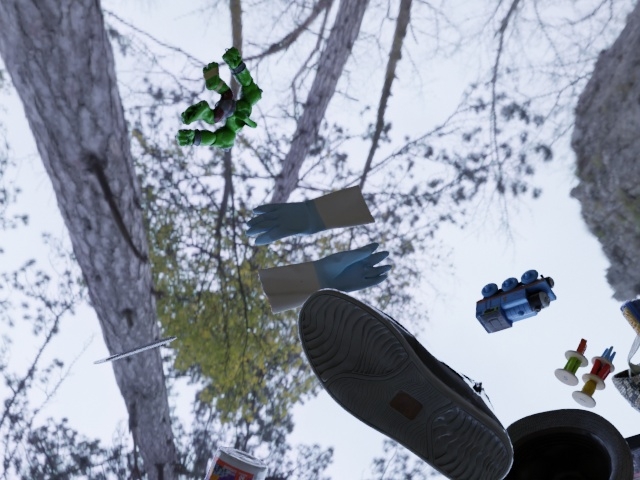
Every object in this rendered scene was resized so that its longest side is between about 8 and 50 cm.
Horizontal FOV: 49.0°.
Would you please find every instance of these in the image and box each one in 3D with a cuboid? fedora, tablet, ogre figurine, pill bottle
[{"bbox_3d":[0.418,0.424,1.207,0.244,0.124,0.275,-17,-162,14],"label":"fedora"},{"bbox_3d":[-0.207,0.123,0.785,0.083,0.054,0.006,-16,-93,-36],"label":"tablet"},{"bbox_3d":[-0.181,-0.247,1.314,0.097,0.118,0.196,5,-107,41],"label":"ogre figurine"},{"bbox_3d":[-0.185,0.507,1.352,0.108,0.108,0.193,22,-98,2],"label":"pill bottle"}]

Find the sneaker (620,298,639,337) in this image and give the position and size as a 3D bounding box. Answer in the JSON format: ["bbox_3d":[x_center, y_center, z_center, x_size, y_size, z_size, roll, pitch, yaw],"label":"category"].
[{"bbox_3d":[0.682,0.174,1.296,0.296,0.131,0.111,34,-156,-20],"label":"sneaker"}]

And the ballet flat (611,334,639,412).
[{"bbox_3d":[0.891,0.226,1.702,0.182,0.482,0.164,42,-151,15],"label":"ballet flat"}]

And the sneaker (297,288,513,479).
[{"bbox_3d":[0.073,0.124,0.642,0.222,0.118,0.083,43,-80,2],"label":"sneaker"}]

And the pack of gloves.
[{"bbox_3d":[0.000,0.000,1.174,0.232,0.046,0.195,-14,-114,-19],"label":"pack of gloves"}]

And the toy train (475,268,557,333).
[{"bbox_3d":[0.433,0.136,1.564,0.080,0.184,0.105,49,-145,-27],"label":"toy train"}]

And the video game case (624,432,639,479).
[{"bbox_3d":[0.710,0.491,1.494,0.248,0.275,0.035,51,-155,-29],"label":"video game case"}]

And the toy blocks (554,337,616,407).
[{"bbox_3d":[0.572,0.261,1.497,0.123,0.054,0.148,50,-119,-16],"label":"toy blocks"}]
